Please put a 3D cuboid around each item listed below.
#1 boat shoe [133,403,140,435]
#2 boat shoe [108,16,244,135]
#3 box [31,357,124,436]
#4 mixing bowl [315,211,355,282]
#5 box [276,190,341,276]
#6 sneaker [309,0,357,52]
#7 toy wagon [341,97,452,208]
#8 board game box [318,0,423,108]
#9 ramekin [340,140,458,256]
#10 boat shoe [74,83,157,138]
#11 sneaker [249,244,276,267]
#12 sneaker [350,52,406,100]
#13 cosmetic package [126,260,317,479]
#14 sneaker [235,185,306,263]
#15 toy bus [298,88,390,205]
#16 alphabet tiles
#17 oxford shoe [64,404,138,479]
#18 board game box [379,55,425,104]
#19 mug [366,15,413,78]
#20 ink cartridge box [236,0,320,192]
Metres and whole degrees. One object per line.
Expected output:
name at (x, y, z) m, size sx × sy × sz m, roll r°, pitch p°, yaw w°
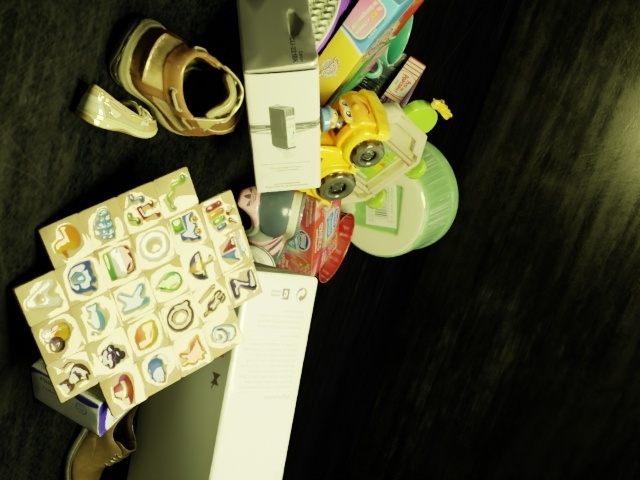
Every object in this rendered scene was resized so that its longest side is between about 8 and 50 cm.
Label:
boat shoe at (-0.289, 0.256, 1.530) m, size 0.257 × 0.095 × 0.095 m, roll -59°, pitch 156°, yaw -21°
boat shoe at (-0.175, -0.207, 1.209) m, size 0.123 × 0.119 × 0.324 m, roll -67°, pitch 163°, yaw 2°
box at (-0.332, 0.197, 1.259) m, size 0.137 × 0.126 × 0.072 m, roll -46°, pitch 155°, yaw -48°
mixing bowl at (0.000, 0.000, 2.047) m, size 0.181 × 0.098 × 0.181 m, roll -54°, pitch 159°, yaw -32°
box at (-0.036, -0.053, 1.826) m, size 0.128 × 0.122 × 0.257 m, roll -52°, pitch 158°, yaw -39°
sneaker at (0.013, -0.425, 1.518) m, size 0.293 × 0.102 × 0.146 m, roll -65°, pitch 164°, yaw -4°
toy wagon at (0.132, -0.208, 1.879) m, size 0.344 × 0.068 × 0.267 m, roll -37°, pitch 140°, yaw 18°
board game box at (0.087, -0.392, 1.642) m, size 0.316 × 0.064 × 0.242 m, roll -48°, pitch 179°, yaw 43°
ramekin at (0.175, -0.105, 2.116) m, size 0.148 × 0.303 × 0.304 m, roll -27°, pitch 138°, yaw -53°
boat shoe at (-0.260, -0.170, 1.118) m, size 0.153 × 0.056 × 0.048 m, roll 4°, pitch 113°, yaw -64°
sneaker at (-0.145, 0.113, 1.723) m, size 0.127 × 0.126 × 0.321 m, roll -40°, pitch 160°, yaw -46°
sneaker at (0.116, -0.368, 1.904) m, size 0.163 × 0.086 × 0.226 m, roll -60°, pitch 175°, yaw 16°
cosmetic package at (-0.173, 0.258, 1.434) m, size 0.161 × 0.230 × 0.454 m, roll 8°, pitch 92°, yaw -45°
sneaker at (-0.120, -0.033, 1.666) m, size 0.319 × 0.131 × 0.112 m, roll 125°, pitch -24°, yaw -64°
toy bus at (-0.011, -0.194, 1.590) m, size 0.211 × 0.150 × 0.220 m, roll 15°, pitch 134°, yaw -36°
alphabet tiles at (-0.241, 0.070, 1.195) m, size 0.342 × 0.011 × 0.285 m, roll -28°, pitch 112°, yaw -31°
oxford shoe at (-0.364, 0.353, 1.423) m, size 0.083 × 0.096 × 0.227 m, roll -25°, pitch 137°, yaw -68°
board game box at (0.167, -0.319, 1.974) m, size 0.147 × 0.045 × 0.193 m, roll -55°, pitch 177°, yaw -18°
mug at (0.122, -0.445, 1.830) m, size 0.158 × 0.097 × 0.129 m, roll -55°, pitch 160°, yaw -31°
ink cartridge box at (-0.065, -0.239, 1.364) m, size 0.273 × 0.114 × 0.197 m, roll 90°, pitch -7°, yaw -54°
